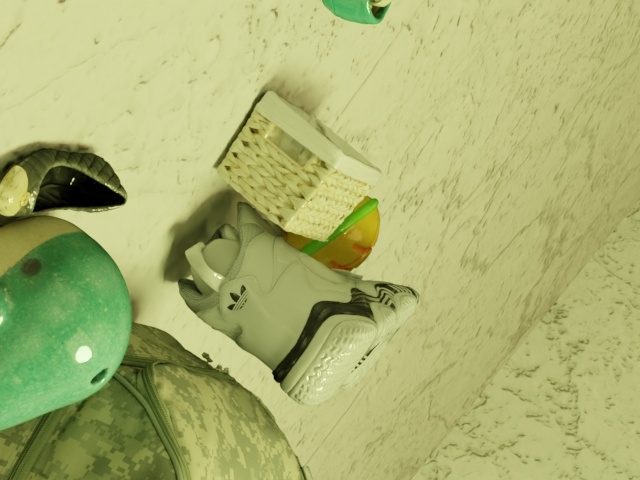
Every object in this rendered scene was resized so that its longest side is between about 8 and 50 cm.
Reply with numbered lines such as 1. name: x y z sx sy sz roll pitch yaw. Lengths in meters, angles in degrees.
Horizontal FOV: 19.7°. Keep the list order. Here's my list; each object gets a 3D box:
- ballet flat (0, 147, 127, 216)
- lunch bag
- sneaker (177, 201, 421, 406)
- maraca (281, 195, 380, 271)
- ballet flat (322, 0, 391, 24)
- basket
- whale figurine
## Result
1. ballet flat: -0.217 -0.046 1.546 0.057 0.049 0.173 -61 162 19
2. lunch bag: -0.163 0.217 1.773 0.212 0.256 0.305 -57 153 5
3. sneaker: -0.022 0.057 2.000 0.137 0.210 0.366 -52 172 12
4. maraca: 0.000 0.000 2.154 0.127 0.099 0.185 -33 179 -39
5. ballet flat: 0.090 -0.316 1.785 0.247 0.087 0.083 -60 162 16
6. basket: -0.023 -0.073 1.917 0.103 0.113 0.167 -51 164 5
7. whale figurine: -0.269 0.109 1.548 0.272 0.141 0.216 -46 162 -22
